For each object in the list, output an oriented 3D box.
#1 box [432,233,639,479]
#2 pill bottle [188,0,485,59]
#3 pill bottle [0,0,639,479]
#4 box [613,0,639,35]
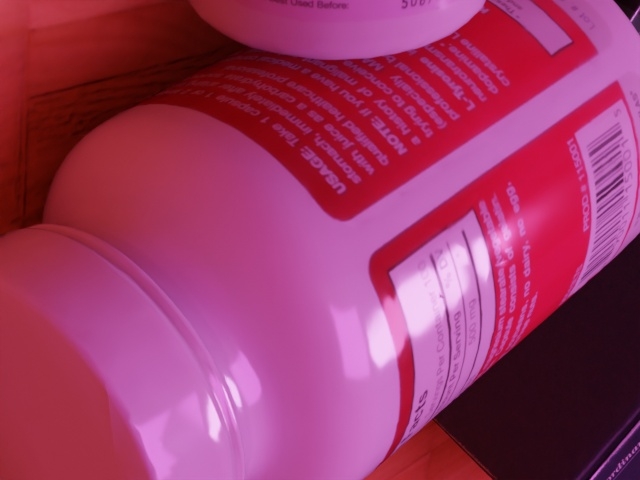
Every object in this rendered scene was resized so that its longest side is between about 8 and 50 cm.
[{"bbox_3d":[0.274,0.106,1.184,0.293,0.212,0.395,-48,149,2],"label":"box"},{"bbox_3d":[0.008,-0.252,0.625,0.169,0.169,0.301,-35,140,-37],"label":"pill bottle"},{"bbox_3d":[0.000,0.000,0.743,0.407,0.229,0.229,-34,138,-38],"label":"pill bottle"},{"bbox_3d":[0.307,-0.203,1.154,0.232,0.058,0.322,12,112,-58],"label":"box"}]
